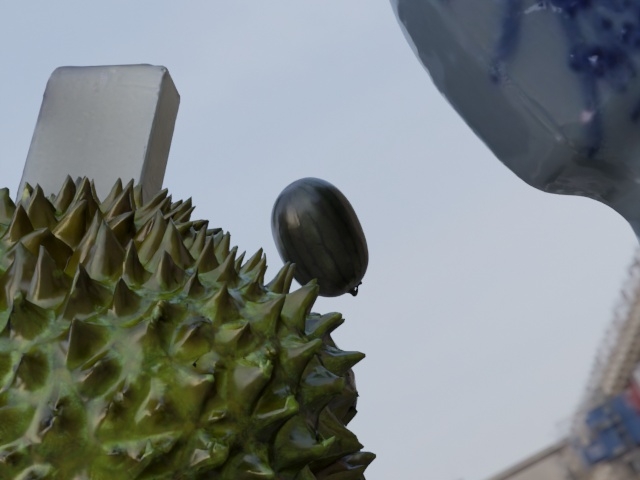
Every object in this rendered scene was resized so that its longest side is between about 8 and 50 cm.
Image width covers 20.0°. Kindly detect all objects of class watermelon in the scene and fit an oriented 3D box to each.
[{"bbox_3d":[0.000,0.000,1.535,0.078,0.110,0.078,-23,-2,-1],"label":"watermelon"}]

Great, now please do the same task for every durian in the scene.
[{"bbox_3d":[-0.106,0.110,0.748,0.225,0.291,0.291,-14,-23,-45],"label":"durian"}]

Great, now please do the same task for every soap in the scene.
[{"bbox_3d":[-0.206,-0.078,1.678,0.121,0.183,0.063,0,-35,13],"label":"soap"}]

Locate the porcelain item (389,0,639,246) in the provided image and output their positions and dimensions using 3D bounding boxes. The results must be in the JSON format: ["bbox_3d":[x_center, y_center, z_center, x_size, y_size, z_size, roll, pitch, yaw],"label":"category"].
[{"bbox_3d":[0.209,-0.174,1.490,0.242,0.405,0.178,-43,-5,-2],"label":"porcelain item"}]
